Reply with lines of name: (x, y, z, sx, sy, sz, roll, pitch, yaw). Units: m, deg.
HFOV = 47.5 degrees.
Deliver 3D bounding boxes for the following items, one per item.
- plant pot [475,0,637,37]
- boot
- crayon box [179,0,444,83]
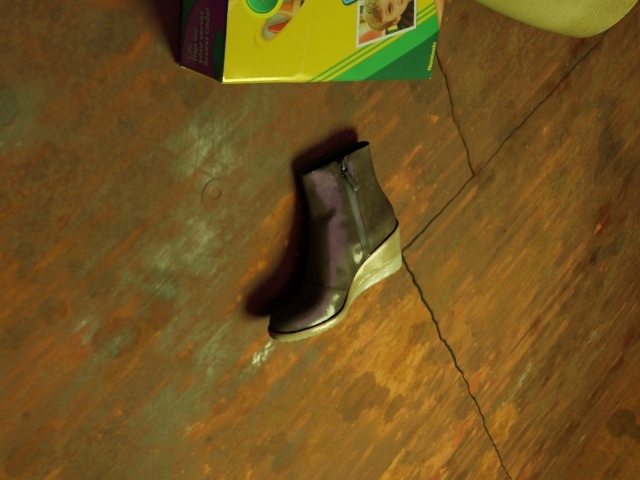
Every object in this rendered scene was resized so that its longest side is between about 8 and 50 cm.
plant pot: (0.260, -0.395, 0.940, 0.254, 0.237, 0.237, -3, 114, -28)
boot: (0.000, 0.000, 1.001, 0.248, 0.090, 0.207, -34, 119, -25)
crayon box: (0.014, -0.361, 0.787, 0.313, 0.106, 0.363, -12, 119, -39)
